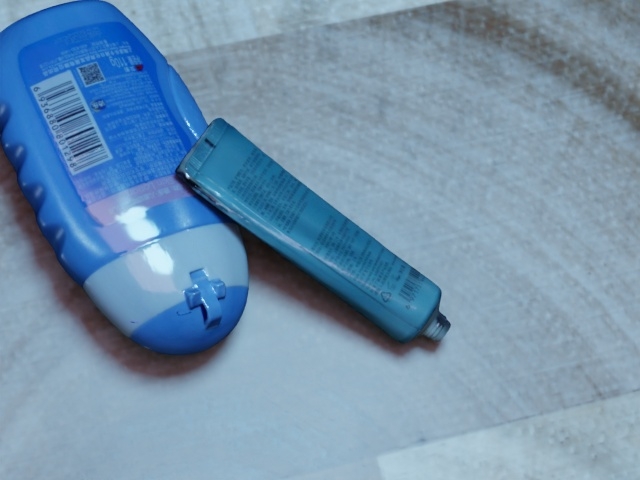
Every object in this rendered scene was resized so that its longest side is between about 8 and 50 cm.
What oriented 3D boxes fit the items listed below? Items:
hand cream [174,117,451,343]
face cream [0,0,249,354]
[{"bbox_3d":[0.000,0.000,1.173,0.224,0.048,0.083,38,38,-6],"label":"hand cream"},{"bbox_3d":[-0.135,-0.041,1.169,0.149,0.083,0.264,-19,74,-29],"label":"face cream"}]
